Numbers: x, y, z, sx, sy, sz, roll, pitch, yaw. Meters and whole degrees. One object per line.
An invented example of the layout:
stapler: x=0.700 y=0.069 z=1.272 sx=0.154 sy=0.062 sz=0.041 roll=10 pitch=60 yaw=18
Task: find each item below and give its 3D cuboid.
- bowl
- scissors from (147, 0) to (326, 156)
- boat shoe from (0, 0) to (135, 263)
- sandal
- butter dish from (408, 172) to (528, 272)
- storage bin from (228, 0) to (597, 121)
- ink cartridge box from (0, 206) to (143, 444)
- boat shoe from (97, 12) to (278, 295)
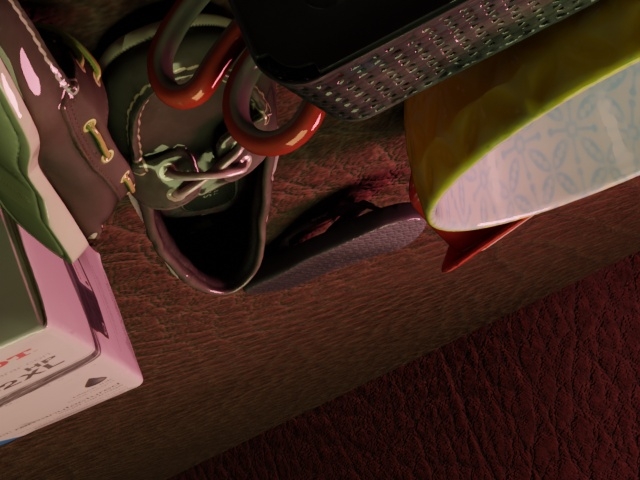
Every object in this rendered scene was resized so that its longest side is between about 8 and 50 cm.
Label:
bowl: x=0.160 y=-0.135 z=0.668 sx=0.290 sy=0.156 sz=0.289 roll=-22 pitch=167 yaw=-5
scissors: x=0.029 y=-0.168 z=0.573 sx=0.297 sy=0.109 sz=0.021 roll=-50 pitch=153 yaw=10
boat shoe: x=-0.145 y=-0.069 z=0.599 sx=0.068 sy=0.081 sz=0.227 roll=-48 pitch=162 yaw=-19
sandal: x=-0.001 y=0.000 z=1.211 sx=0.097 sy=0.054 sz=0.254 roll=0 pitch=165 yaw=-43
butter dish: x=0.125 y=-0.078 z=0.959 sx=0.160 sy=0.118 sz=0.160 roll=-43 pitch=-162 yaw=55
storage bin: x=0.047 y=-0.144 z=0.509 sx=0.180 sy=0.122 sz=0.084 roll=-26 pitch=167 yaw=15
ink cartridge box: x=-0.271 y=0.070 z=0.827 sx=0.223 sy=0.129 sz=0.307 roll=-22 pitch=167 yaw=-3
boat shoe: x=-0.071 y=-0.043 z=0.782 sx=0.112 sy=0.095 sz=0.335 roll=-21 pitch=167 yaw=-7
